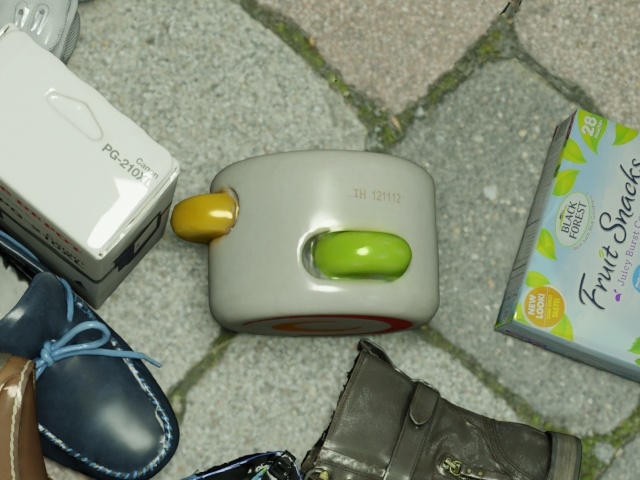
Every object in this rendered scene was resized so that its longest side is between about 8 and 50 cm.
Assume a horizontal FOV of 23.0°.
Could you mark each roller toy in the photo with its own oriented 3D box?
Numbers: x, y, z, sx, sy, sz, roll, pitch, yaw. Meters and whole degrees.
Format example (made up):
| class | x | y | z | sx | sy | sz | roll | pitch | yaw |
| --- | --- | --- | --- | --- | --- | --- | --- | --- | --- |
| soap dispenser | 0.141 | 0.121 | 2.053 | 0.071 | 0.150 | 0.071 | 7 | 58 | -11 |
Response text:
| class | x | y | z | sx | sy | sz | roll | pitch | yaw |
| --- | --- | --- | --- | --- | --- | --- | --- | --- | --- |
| roller toy | 0.000 | 0.000 | 1.306 | 0.209 | 0.191 | 0.146 | -6 | 78 | 27 |

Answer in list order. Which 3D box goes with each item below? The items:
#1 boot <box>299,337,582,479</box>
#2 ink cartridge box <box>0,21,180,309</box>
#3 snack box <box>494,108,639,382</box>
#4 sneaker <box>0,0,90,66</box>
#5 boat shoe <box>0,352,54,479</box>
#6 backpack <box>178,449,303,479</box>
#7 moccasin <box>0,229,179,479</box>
| class | x | y | z | sx | sy | sz | roll | pitch | yaw |
| --- | --- | --- | --- | --- | --- | --- | --- | --- | --- |
| boot | 0.089 | 0.233 | 1.324 | 0.229 | 0.091 | 0.263 | 19 | 61 | -4 |
| ink cartridge box | -0.211 | -0.051 | 1.257 | 0.172 | 0.237 | 0.100 | 40 | 75 | 1 |
| snack box | 0.271 | 0.010 | 1.409 | 0.174 | 0.070 | 0.207 | 21 | 75 | -5 |
| sneaker | -0.335 | -0.171 | 1.313 | 0.210 | 0.137 | 0.366 | 37 | 72 | 3 |
| boat shoe | -0.224 | 0.240 | 1.211 | 0.116 | 0.123 | 0.325 | 4 | 110 | 1 |
| backpack | -0.087 | 0.265 | 1.273 | 0.173 | 0.117 | 0.158 | -17 | 82 | -13 |
| moccasin | -0.259 | 0.077 | 1.284 | 0.342 | 0.117 | 0.138 | 39 | 75 | 0 |
